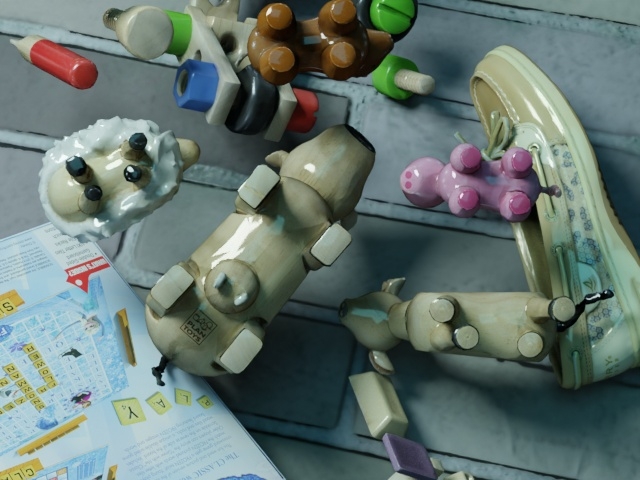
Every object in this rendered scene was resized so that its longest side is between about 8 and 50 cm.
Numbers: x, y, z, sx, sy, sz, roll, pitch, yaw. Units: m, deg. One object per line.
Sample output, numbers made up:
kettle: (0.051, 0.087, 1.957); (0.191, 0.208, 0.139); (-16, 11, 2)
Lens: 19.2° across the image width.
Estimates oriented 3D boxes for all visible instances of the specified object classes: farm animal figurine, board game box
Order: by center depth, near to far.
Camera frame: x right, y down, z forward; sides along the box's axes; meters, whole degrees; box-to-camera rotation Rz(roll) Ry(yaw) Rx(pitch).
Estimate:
board game box: (-0.217, 0.154, 1.367); (0.318, 0.066, 0.318); (-22, 64, -43)
farm animal figurine: (0.000, 0.000, 1.420); (0.327, 0.172, 0.330); (-32, 90, -6)

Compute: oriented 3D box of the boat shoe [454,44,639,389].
boat shoe: (0.176, -0.023, 1.492); (0.089, 0.104, 0.285); (-21, 70, -10)

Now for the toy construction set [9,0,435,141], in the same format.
toy construction set: (-0.108, -0.212, 1.539); (0.309, 0.257, 0.237); (-20, 24, -23)

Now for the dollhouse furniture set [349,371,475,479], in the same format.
dollhouse furniture set: (0.051, 0.169, 1.470); (0.081, 0.091, 0.114); (-48, 42, 25)
